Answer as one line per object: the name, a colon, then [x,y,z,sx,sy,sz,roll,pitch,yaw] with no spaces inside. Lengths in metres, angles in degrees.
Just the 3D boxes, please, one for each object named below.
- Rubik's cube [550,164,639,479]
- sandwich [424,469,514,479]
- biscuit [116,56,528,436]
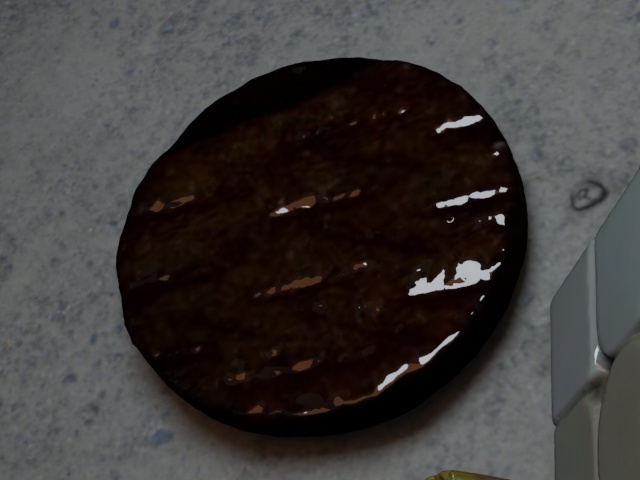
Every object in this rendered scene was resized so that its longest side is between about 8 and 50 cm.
Rubik's cube: [0.344,0.134,0.619,0.347,0.344,0.346,7,62,-1]
sandwich: [0.134,0.242,0.782,0.220,0.186,0.108,-11,61,14]
biscuit: [0.000,0.000,1.024,0.408,0.091,0.407,-9,58,15]
